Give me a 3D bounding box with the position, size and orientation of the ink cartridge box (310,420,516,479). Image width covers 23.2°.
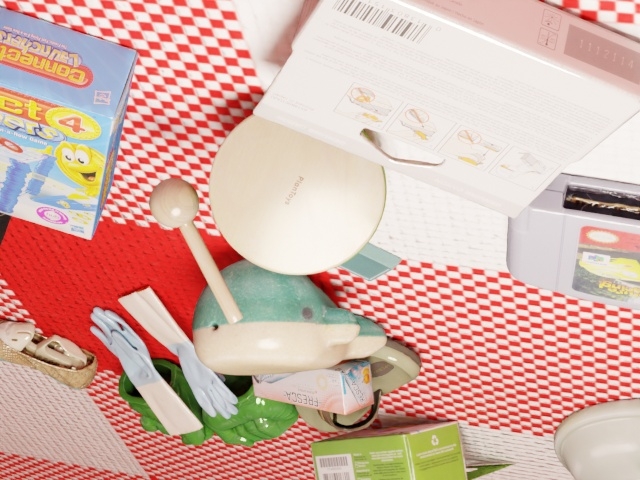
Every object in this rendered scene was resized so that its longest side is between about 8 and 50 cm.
[{"bbox_3d":[0.140,0.320,2.326,0.189,0.097,0.255,-12,178,41],"label":"ink cartridge box"}]

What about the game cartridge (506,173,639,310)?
[{"bbox_3d":[0.344,0.012,1.655,0.294,0.060,0.196,9,157,11],"label":"game cartridge"}]

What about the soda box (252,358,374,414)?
[{"bbox_3d":[-0.013,0.186,2.097,0.058,0.063,0.183,-16,-165,-42],"label":"soda box"}]

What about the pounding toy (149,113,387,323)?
[{"bbox_3d":[-0.043,-0.051,1.651,0.237,0.110,0.183,-33,102,11],"label":"pounding toy"}]

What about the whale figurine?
[{"bbox_3d":[-0.037,0.096,1.959,0.216,0.141,0.272,-12,168,42],"label":"whale figurine"}]

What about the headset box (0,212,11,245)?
[{"bbox_3d":[-0.575,-0.022,1.989,0.293,0.110,0.218,-12,143,42],"label":"headset box"}]

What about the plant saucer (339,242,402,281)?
[{"bbox_3d":[0.000,0.000,1.844,0.192,0.018,0.067,25,152,-21],"label":"plant saucer"}]

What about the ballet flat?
[{"bbox_3d":[-0.425,0.156,2.329,0.206,0.073,0.067,23,125,-22],"label":"ballet flat"}]

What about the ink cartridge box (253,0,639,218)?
[{"bbox_3d":[0.114,-0.147,1.446,0.296,0.066,0.261,21,153,-11],"label":"ink cartridge box"}]

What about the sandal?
[{"bbox_3d":[0.037,0.213,2.159,0.120,0.086,0.303,21,153,-12],"label":"sandal"}]

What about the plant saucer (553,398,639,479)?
[{"bbox_3d":[0.517,0.345,2.158,0.400,0.100,0.400,11,153,6],"label":"plant saucer"}]

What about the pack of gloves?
[{"bbox_3d":[-0.214,0.164,2.197,0.195,0.046,0.232,-19,111,50],"label":"pack of gloves"}]

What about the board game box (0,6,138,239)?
[{"bbox_3d":[-0.368,-0.141,1.680,0.308,0.086,0.302,17,154,-5],"label":"board game box"}]

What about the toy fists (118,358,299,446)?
[{"bbox_3d":[-0.164,0.247,2.320,0.279,0.096,0.142,-4,148,31],"label":"toy fists"}]
